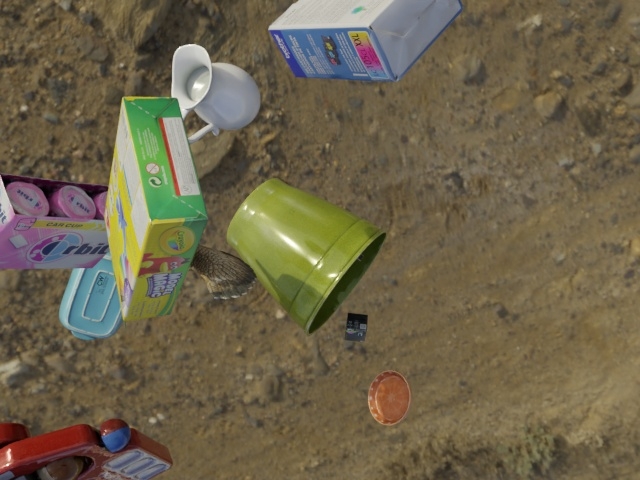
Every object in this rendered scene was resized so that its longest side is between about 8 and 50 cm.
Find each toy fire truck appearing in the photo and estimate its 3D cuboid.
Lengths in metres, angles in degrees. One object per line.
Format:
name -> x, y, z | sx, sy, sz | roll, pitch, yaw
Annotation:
toy fire truck -> -0.401, 0.369, 1.043 | 0.254, 0.169, 0.302 | -27, 147, -5

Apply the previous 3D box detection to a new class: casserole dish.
casserole dish -> -0.392, 0.095, 1.154 | 0.114, 0.037, 0.188 | 20, 94, -20

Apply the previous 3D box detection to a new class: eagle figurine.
eagle figurine -> -0.295, 0.035, 1.409 | 0.298, 0.226, 0.225 | -15, 89, 44

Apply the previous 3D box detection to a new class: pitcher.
pitcher -> -0.207, -0.259, 1.247 | 0.125, 0.207, 0.177 | 20, 95, 21

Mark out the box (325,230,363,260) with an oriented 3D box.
box -> 0.000, 0.000, 1.799 | 0.201, 0.021, 0.164 | 13, 165, 44

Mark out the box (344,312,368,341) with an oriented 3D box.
box -> 0.105, 0.256, 1.908 | 0.062, 0.052, 0.083 | 6, 146, 1

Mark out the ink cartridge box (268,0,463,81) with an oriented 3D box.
ink cartridge box -> 0.074, -0.499, 1.462 | 0.270, 0.395, 0.151 | -49, 131, -20

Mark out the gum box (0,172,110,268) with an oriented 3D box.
gum box -> -0.333, -0.018, 0.810 | 0.107, 0.062, 0.188 | -39, 160, 24

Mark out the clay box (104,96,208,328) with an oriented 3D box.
clay box -> -0.164, -0.015, 0.613 | 0.053, 0.127, 0.222 | -6, 154, -25

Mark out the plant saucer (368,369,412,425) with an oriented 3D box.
plant saucer -> 0.109, 0.244, 1.008 | 0.013, 0.083, 0.083 | 20, 127, -42

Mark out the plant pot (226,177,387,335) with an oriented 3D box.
plant pot -> -0.061, 0.018, 1.825 | 0.353, 0.366, 0.366 | 37, 125, 12
